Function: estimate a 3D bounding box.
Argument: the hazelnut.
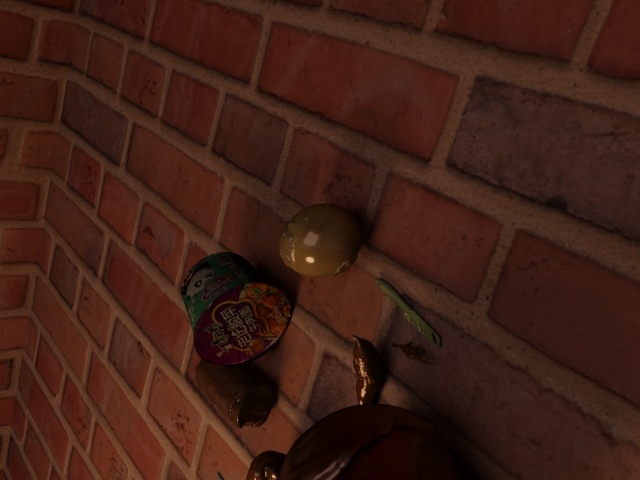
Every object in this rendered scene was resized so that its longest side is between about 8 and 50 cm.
[{"bbox_3d":[0.092,0.476,1.130,0.372,0.372,0.315,32,140,43],"label":"hazelnut"}]

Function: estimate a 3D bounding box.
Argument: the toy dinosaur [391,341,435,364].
[{"bbox_3d":[0.187,0.224,1.254,0.113,0.041,0.026,23,102,41],"label":"toy dinosaur"}]

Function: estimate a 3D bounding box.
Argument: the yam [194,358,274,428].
[{"bbox_3d":[-0.219,0.378,1.632,0.238,0.128,0.129,25,142,50],"label":"yam"}]

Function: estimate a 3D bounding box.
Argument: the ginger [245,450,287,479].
[{"bbox_3d":[-0.070,0.638,1.451,0.165,0.172,0.321,-21,76,6],"label":"ginger"}]

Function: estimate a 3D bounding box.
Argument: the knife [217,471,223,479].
[{"bbox_3d":[-0.265,0.679,1.762,0.091,0.005,0.014,46,123,38],"label":"knife"}]

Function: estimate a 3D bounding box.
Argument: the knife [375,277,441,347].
[{"bbox_3d":[0.174,0.143,1.288,0.207,0.014,0.030,46,120,37],"label":"knife"}]

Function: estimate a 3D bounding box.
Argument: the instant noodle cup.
[{"bbox_3d":[-0.223,0.156,1.570,0.190,0.251,0.251,48,123,47],"label":"instant noodle cup"}]

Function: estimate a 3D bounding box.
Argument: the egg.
[{"bbox_3d":[0.000,0.003,1.376,0.201,0.164,0.164,-22,73,45],"label":"egg"}]

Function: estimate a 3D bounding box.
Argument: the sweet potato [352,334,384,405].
[{"bbox_3d":[0.104,0.292,1.334,0.068,0.068,0.226,16,119,47],"label":"sweet potato"}]
